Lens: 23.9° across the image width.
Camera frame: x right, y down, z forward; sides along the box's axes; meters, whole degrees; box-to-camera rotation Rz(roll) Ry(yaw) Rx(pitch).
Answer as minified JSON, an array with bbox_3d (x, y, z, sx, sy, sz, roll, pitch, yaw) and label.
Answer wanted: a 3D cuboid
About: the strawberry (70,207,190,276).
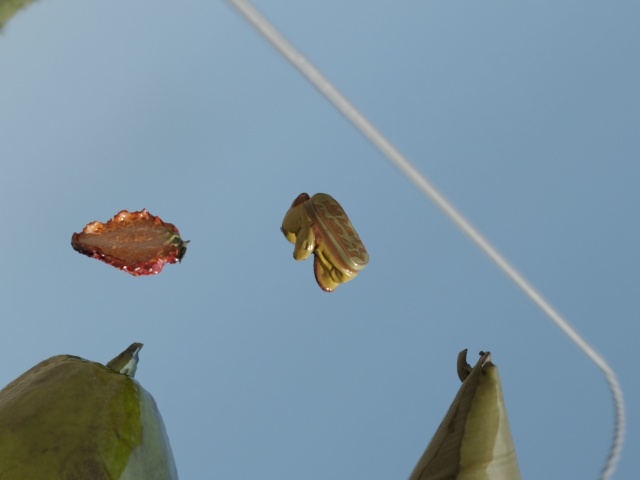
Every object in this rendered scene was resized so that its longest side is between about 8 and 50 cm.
[{"bbox_3d":[-0.239,0.008,1.906,0.048,0.152,0.104,104,-18,-44],"label":"strawberry"}]

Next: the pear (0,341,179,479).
[{"bbox_3d":[-0.267,0.272,1.538,0.287,0.287,0.375,9,-107,65],"label":"pear"}]

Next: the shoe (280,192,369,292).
[{"bbox_3d":[0.000,0.002,1.635,0.069,0.109,0.072,-49,174,32],"label":"shoe"}]

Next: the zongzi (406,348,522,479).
[{"bbox_3d":[-0.011,0.333,1.111,0.447,0.418,0.181,-18,-164,-23],"label":"zongzi"}]
